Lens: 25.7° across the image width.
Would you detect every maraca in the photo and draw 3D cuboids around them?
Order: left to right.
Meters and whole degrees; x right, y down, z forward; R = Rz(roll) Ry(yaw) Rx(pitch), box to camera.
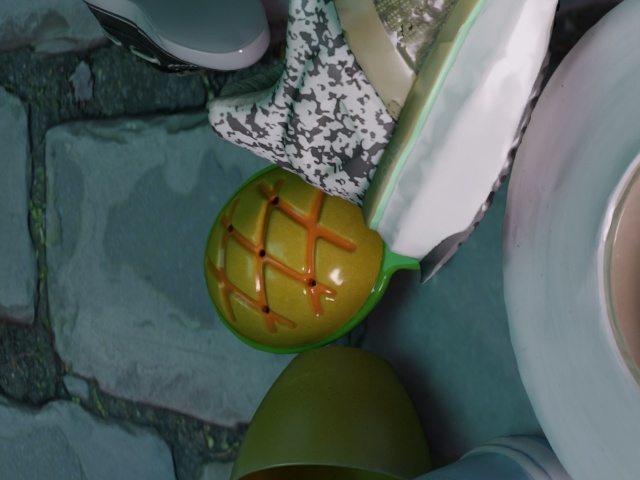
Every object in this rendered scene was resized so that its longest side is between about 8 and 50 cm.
[{"bbox_3d":[0.000,0.000,0.924,0.186,0.099,0.127,-31,77,24],"label":"maraca"}]

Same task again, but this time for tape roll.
[{"bbox_3d":[0.215,0.016,0.633,0.286,0.100,0.286,8,100,53],"label":"tape roll"}]

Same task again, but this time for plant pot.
[{"bbox_3d":[0.012,0.125,0.911,0.134,0.134,0.095,-36,41,49],"label":"plant pot"}]

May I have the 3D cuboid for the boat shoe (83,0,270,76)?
[{"bbox_3d":[-0.108,-0.166,1.071,0.219,0.078,0.070,33,154,42],"label":"boat shoe"}]

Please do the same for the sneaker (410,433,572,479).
[{"bbox_3d":[0.082,0.274,0.751,0.127,0.208,0.319,-37,65,47],"label":"sneaker"}]

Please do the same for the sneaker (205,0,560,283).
[{"bbox_3d":[0.044,-0.183,0.650,0.182,0.158,0.410,18,112,3],"label":"sneaker"}]
